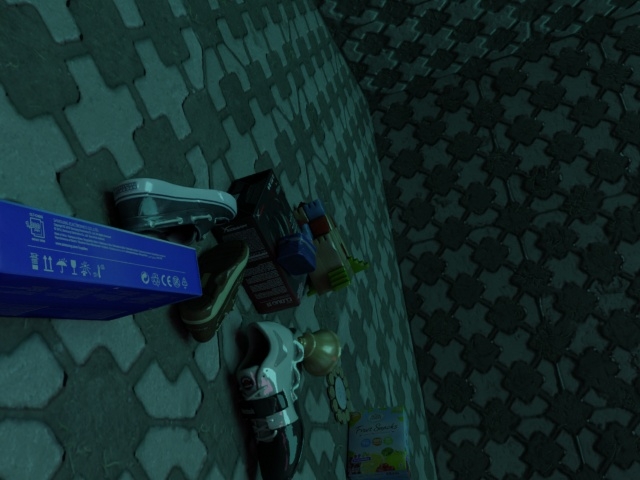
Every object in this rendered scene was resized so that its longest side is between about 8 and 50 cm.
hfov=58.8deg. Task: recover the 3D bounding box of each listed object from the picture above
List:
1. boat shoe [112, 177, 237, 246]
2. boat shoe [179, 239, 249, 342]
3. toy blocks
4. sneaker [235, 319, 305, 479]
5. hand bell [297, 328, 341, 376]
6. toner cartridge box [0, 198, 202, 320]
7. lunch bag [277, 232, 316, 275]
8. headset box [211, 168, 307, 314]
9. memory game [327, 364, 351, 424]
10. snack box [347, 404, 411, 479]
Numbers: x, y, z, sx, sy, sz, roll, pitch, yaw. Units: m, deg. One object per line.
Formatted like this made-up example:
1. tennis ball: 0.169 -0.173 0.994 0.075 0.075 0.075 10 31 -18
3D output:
1. boat shoe: -0.245 -0.038 1.023 0.301 0.108 0.102 9 67 -69
2. boat shoe: -0.201 0.096 1.103 0.257 0.095 0.095 -65 151 -55
3. toy blocks: 0.000 0.000 1.640 0.261 0.190 0.381 65 8 -2
4. sneaker: -0.118 0.321 1.150 0.146 0.122 0.331 29 47 -43
5. hand bell: -0.066 0.248 1.402 0.242 0.126 0.126 34 43 -46
6. toner cartridge box: -0.304 0.039 0.675 0.348 0.165 0.075 25 52 -69
7. lunch bag: -0.054 0.025 1.257 0.098 0.067 0.065 51 32 -48
8. headset box: -0.122 0.014 1.351 0.218 0.110 0.293 -77 148 -55
9. memory game: 0.057 0.460 1.713 0.186 0.012 0.186 -15 90 -73
10. snack box: 0.173 0.604 1.684 0.207 0.174 0.070 -85 157 -50
